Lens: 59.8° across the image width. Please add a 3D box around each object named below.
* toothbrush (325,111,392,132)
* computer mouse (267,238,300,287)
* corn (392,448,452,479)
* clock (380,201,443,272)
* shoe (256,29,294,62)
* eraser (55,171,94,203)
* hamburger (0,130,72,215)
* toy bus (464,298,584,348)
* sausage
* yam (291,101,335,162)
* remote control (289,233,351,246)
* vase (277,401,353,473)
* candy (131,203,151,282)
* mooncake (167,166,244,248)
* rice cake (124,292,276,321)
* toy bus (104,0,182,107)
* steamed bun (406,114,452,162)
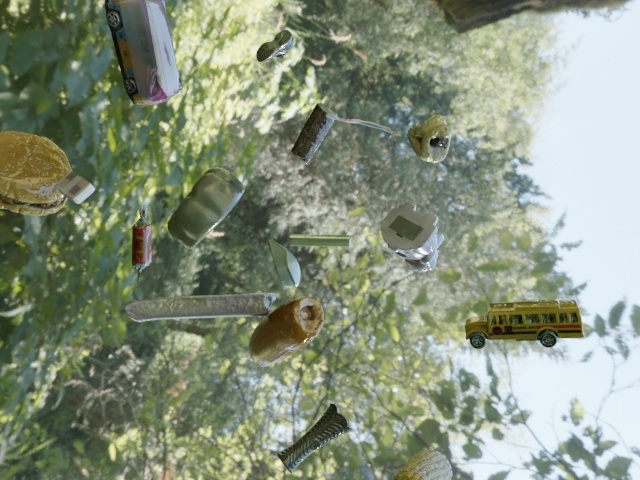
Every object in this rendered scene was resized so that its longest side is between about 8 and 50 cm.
[{"bbox_3d":[0.150,-0.453,2.140,0.021,0.269,0.027,133,-31,-72],"label":"toothbrush"},{"bbox_3d":[-0.122,0.078,1.938,0.079,0.128,0.231,-23,-147,-6],"label":"computer mouse"},{"bbox_3d":[0.298,0.707,1.642,0.143,0.387,0.144,-6,-104,24],"label":"corn"},{"bbox_3d":[0.325,0.015,1.853,0.188,0.254,0.189,-15,-125,22],"label":"clock"},{"bbox_3d":[-0.170,-0.747,2.191,0.169,0.071,0.099,-34,160,10],"label":"shoe"},{"bbox_3d":[-0.658,-0.142,1.490,0.105,0.026,0.065,29,-111,33],"label":"eraser"},{"bbox_3d":[-0.913,-0.218,1.737,0.145,0.259,0.283,-59,-134,36],"label":"hamburger"},{"bbox_3d":[0.611,0.249,1.691,0.335,0.123,0.121,-5,-169,19],"label":"toy bus"},{"bbox_3d":[-0.114,0.256,1.501,0.354,0.116,0.134,-42,-136,49],"label":"sausage"},{"bbox_3d":[-0.034,-0.516,2.664,0.280,0.131,0.131,-58,-161,15],"label":"yam"},{"bbox_3d":[0.000,0.000,2.080,0.098,0.233,0.038,-67,157,-78],"label":"remote control"},{"bbox_3d":[-0.023,0.633,1.772,0.237,0.115,0.115,-35,-164,-12],"label":"vase"},{"bbox_3d":[-0.642,0.013,2.000,0.086,0.059,0.292,-89,-175,-74],"label":"candy"},{"bbox_3d":[-0.368,-0.107,1.760,0.275,0.135,0.275,-46,-167,14],"label":"mooncake"},{"bbox_3d":[-0.315,0.177,1.473,0.070,0.398,0.064,121,-34,-82],"label":"rice cake"},{"bbox_3d":[-0.615,-0.673,1.978,0.171,0.162,0.386,-49,138,-56],"label":"toy bus"},{"bbox_3d":[0.447,-0.415,2.190,0.155,0.140,0.172,-52,-130,48],"label":"steamed bun"}]
